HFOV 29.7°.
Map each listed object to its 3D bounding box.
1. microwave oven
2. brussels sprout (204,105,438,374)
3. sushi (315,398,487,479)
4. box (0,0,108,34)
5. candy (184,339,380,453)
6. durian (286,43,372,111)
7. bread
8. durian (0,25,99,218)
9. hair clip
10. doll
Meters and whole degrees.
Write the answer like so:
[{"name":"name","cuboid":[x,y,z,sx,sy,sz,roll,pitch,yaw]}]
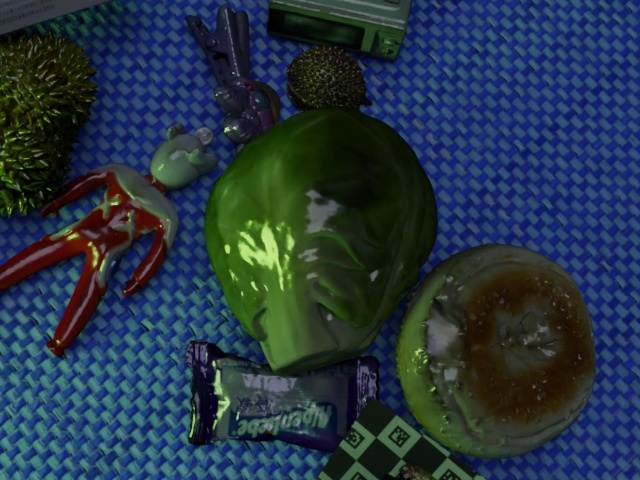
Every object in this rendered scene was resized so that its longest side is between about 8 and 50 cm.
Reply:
[{"name":"microwave oven","cuboid":[0.033,-0.368,1.790,0.205,0.129,0.163,13,73,-1]},{"name":"brussels sprout","cuboid":[-0.006,0.000,1.616,0.281,0.289,0.355,-8,77,39]},{"name":"sushi","cuboid":[0.093,0.343,1.634,0.192,0.050,0.215,35,103,4]},{"name":"box","cuboid":[-0.429,-0.331,1.639,0.343,0.200,0.065,-31,120,-44]},{"name":"candy","cuboid":[-0.054,0.219,1.665,0.275,0.070,0.145,6,82,-7]},{"name":"durian","cuboid":[0.018,-0.223,1.776,0.140,0.071,0.110,23,111,-15]},{"name":"bread","cuboid":[0.229,0.148,1.635,0.305,0.158,0.306,4,83,-29]},{"name":"durian","cuboid":[-0.433,-0.162,1.637,0.224,0.291,0.291,20,75,-5]},{"name":"hair clip","cuboid":[-0.122,-0.224,1.752,0.090,0.137,0.278,-27,76,26]},{"name":"doll","cuboid":[-0.290,-0.024,1.701,0.188,0.099,0.384,44,83,6]}]
